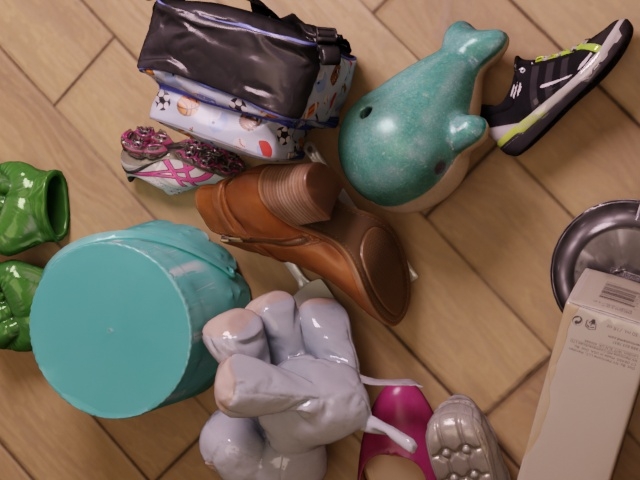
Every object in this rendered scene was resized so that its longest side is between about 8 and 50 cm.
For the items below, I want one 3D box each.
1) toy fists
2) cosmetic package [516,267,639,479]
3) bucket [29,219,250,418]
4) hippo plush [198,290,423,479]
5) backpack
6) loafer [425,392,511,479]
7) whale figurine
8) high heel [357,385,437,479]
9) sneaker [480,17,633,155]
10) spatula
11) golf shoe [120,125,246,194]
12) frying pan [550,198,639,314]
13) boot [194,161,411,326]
[{"bbox_3d":[-0.446,0.024,1.876,0.142,0.096,0.279,-1,96,18],"label":"toy fists"},{"bbox_3d":[0.331,0.208,1.598,0.113,0.160,0.309,18,109,15],"label":"cosmetic package"},{"bbox_3d":[-0.253,0.109,1.778,0.281,0.183,0.281,2,95,17],"label":"bucket"},{"bbox_3d":[-0.038,0.224,1.728,0.294,0.234,0.236,18,129,-4],"label":"hippo plush"},{"bbox_3d":[-0.079,-0.213,1.657,0.277,0.263,0.213,25,107,18],"label":"backpack"},{"bbox_3d":[0.213,0.355,1.700,0.112,0.111,0.319,-6,107,18],"label":"loafer"},{"bbox_3d":[0.126,-0.171,1.639,0.216,0.141,0.272,30,88,52],"label":"whale figurine"},{"bbox_3d":[0.092,0.380,1.698,0.127,0.181,0.377,0,95,18],"label":"high heel"},{"bbox_3d":[0.289,-0.210,1.636,0.235,0.084,0.097,-45,81,16],"label":"sneaker"},{"bbox_3d":[0.000,0.000,1.777,0.168,0.019,0.242,-37,84,18],"label":"spatula"},{"bbox_3d":[-0.191,-0.102,1.810,0.186,0.067,0.086,14,128,13],"label":"golf shoe"},{"bbox_3d":[0.430,-0.003,1.634,0.197,0.053,0.326,41,108,9],"label":"frying pan"},{"bbox_3d":[-0.025,0.012,1.715,0.220,0.109,0.283,-8,137,43],"label":"boot"}]
